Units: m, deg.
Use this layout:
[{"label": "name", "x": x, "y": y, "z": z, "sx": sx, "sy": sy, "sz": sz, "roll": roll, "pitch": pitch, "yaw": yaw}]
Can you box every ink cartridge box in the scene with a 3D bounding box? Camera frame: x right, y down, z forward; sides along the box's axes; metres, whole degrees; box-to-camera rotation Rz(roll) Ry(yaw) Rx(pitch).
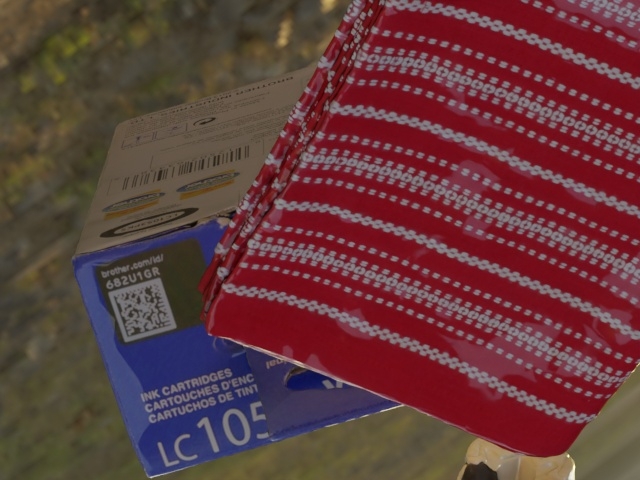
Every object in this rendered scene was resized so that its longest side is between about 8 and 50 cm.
[{"label": "ink cartridge box", "x": 0.000, "y": 0.000, "z": 1.123, "sx": 0.270, "sy": 0.151, "sz": 0.395, "roll": -16, "pitch": -165, "yaw": 3}]

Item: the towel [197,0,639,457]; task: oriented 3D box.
[{"label": "towel", "x": 0.080, "y": -0.019, "z": 0.767, "sx": 0.031, "sy": 0.199, "sz": 0.275, "roll": -78, "pitch": -166, "yaw": -47}]

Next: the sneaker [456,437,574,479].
[{"label": "sneaker", "x": 0.089, "y": 0.225, "z": 1.087, "sx": 0.235, "sy": 0.094, "sz": 0.153, "roll": -47, "pitch": 145, "yaw": -70}]
